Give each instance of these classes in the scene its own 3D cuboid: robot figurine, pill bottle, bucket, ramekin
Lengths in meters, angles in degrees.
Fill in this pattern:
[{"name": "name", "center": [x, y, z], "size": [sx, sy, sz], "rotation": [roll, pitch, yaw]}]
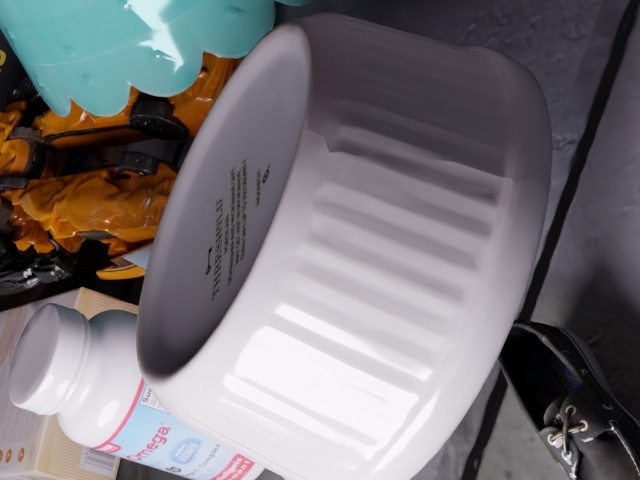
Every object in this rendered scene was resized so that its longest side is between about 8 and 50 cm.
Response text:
[{"name": "robot figurine", "center": [-0.166, -0.054, 1.224], "size": [0.291, 0.085, 0.211], "rotation": [-4, 66, 46]}, {"name": "pill bottle", "center": [-0.107, 0.095, 0.995], "size": [0.087, 0.160, 0.087], "rotation": [-38, 41, 42]}, {"name": "bucket", "center": [-0.136, -0.238, 1.136], "size": [0.281, 0.183, 0.281], "rotation": [-24, 31, 16]}, {"name": "ramekin", "center": [0.000, 0.000, 0.875], "size": [0.273, 0.127, 0.273], "rotation": [-51, 26, 37]}]

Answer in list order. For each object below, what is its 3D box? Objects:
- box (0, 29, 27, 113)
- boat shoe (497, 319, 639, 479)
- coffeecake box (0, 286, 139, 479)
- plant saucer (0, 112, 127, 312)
[{"name": "box", "center": [-0.357, -0.137, 1.567], "size": [0.318, 0.097, 0.395], "rotation": [-71, 18, 0]}, {"name": "boat shoe", "center": [0.120, 0.087, 0.747], "size": [0.049, 0.040, 0.142], "rotation": [-56, 31, 19]}, {"name": "coffeecake box", "center": [-0.215, 0.123, 1.245], "size": [0.185, 0.068, 0.142], "rotation": [-15, 58, 55]}, {"name": "plant saucer", "center": [-0.248, -0.034, 1.436], "size": [0.278, 0.041, 0.278], "rotation": [-38, 41, 43]}]
